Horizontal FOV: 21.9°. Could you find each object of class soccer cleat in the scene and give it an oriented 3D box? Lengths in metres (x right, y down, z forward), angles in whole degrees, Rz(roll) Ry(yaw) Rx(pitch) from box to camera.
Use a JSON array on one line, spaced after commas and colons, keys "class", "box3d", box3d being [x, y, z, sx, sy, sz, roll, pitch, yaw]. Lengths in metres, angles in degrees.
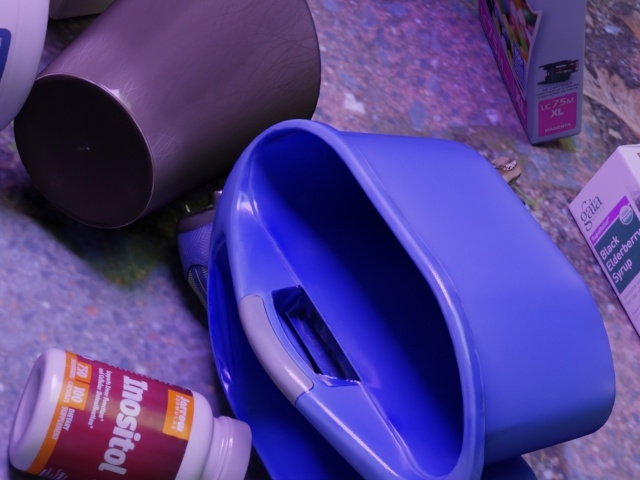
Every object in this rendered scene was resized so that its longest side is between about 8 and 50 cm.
[{"class": "soccer cleat", "box3d": [-0.001, 0.000, 1.355, 0.289, 0.093, 0.121, -15, 91, -46]}]

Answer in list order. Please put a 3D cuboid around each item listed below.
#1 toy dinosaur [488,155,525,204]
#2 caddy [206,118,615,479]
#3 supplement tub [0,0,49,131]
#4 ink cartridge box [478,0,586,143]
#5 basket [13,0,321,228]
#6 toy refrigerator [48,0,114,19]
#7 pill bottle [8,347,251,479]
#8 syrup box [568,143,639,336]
[{"class": "toy dinosaur", "box3d": [0.152, 0.003, 1.429, 0.118, 0.064, 0.268, 37, 24, 2]}, {"class": "caddy", "box3d": [0.034, 0.070, 1.115, 0.179, 0.241, 0.341, -1, 40, -33]}, {"class": "supplement tub", "box3d": [-0.377, -0.185, 1.149, 0.324, 0.235, 0.235, 0, 52, -33]}, {"class": "ink cartridge box", "box3d": [0.195, -0.257, 1.549, 0.065, 0.311, 0.186, -13, 55, -5]}, {"class": "basket", "box3d": [-0.121, -0.118, 1.288, 0.154, 0.204, 0.227, 5, 29, 30]}, {"class": "toy refrigerator", "box3d": [-0.261, -0.319, 1.459, 0.269, 0.094, 0.102, 50, 36, 16]}, {"class": "pill bottle", "box3d": [-0.128, 0.134, 1.128, 0.152, 0.086, 0.086, 19, 44, -18]}, {"class": "syrup box", "box3d": [0.332, 0.030, 1.519, 0.096, 0.093, 0.237, -2, 54, -34]}]
